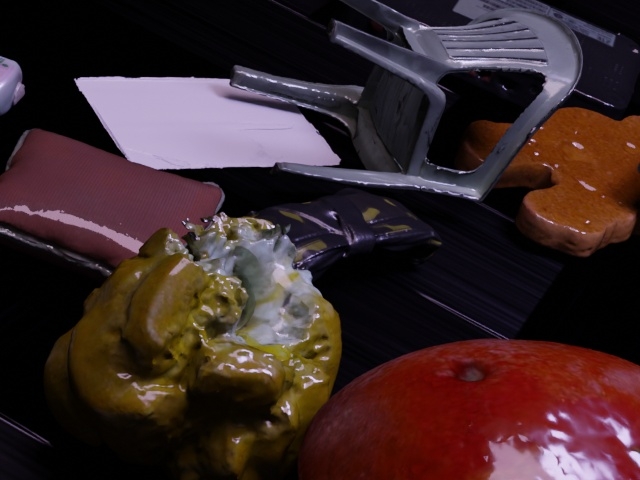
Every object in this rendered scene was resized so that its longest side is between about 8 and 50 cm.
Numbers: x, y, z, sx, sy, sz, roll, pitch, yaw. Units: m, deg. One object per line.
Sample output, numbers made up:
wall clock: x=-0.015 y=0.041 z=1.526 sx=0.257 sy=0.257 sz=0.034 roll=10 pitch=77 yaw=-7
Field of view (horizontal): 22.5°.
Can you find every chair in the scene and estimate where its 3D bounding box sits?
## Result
chair: x=0.087 y=-0.153 z=1.536 sx=0.274 sy=0.190 sz=0.203 roll=12 pitch=30 yaw=-28

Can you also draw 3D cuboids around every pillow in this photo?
pillow: x=-0.178 y=-0.019 z=1.285 sx=0.179 sy=0.075 sz=0.171 roll=20 pitch=31 yaw=-2

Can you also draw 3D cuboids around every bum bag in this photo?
bum bag: x=0.000 y=0.000 z=1.377 sx=0.232 sy=0.060 sz=0.106 roll=-12 pitch=35 yaw=-45

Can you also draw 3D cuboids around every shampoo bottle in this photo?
shampoo bottle: x=-0.313 y=-0.146 z=1.434 sx=0.099 sy=0.043 sz=0.072 roll=20 pitch=32 yaw=-3

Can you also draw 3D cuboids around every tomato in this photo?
tomato: x=0.161 y=0.168 z=0.977 sx=0.338 sy=0.144 sz=0.338 roll=17 pitch=36 yaw=-13

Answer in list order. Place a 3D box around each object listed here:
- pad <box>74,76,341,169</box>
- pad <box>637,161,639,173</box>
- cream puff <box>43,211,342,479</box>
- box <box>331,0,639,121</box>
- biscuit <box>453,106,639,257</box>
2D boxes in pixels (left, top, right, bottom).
pad: x=-0.106 y=-0.114 z=1.543 sx=0.232 sy=0.004 sz=0.156 roll=-3 pitch=38 yaw=-34
pad: x=0.406 y=-0.046 z=1.647 sx=0.174 sy=0.022 sz=0.233 roll=57 pitch=35 yaw=-2
cream puff: x=-0.078 y=0.094 z=1.100 sx=0.194 sy=0.195 sz=0.221 roll=32 pitch=21 yaw=18
box: x=0.197 y=-0.238 z=1.861 sx=0.350 sy=0.058 sz=0.211 roll=24 pitch=31 yaw=4
biscuit: x=0.288 y=-0.065 z=1.659 sx=0.334 sy=0.047 sz=0.202 roll=-13 pitch=46 yaw=-40
